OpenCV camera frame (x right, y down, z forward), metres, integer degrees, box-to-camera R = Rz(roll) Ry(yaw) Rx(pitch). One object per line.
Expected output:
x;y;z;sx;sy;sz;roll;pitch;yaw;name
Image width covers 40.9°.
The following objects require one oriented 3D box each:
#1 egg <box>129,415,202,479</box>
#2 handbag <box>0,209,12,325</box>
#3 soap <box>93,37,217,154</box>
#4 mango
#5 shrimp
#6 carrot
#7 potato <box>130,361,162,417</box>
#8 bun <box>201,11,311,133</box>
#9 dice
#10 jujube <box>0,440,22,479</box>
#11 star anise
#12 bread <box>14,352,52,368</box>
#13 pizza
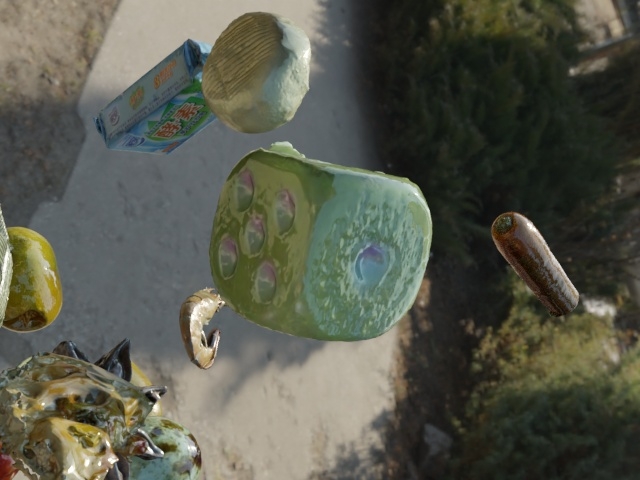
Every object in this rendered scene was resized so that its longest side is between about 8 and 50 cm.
-0.315;0.387;1.451;0.169;0.231;0.169;168;-90;-84;egg
-0.654;0.037;1.337;0.341;0.240;0.247;7;55;-23;handbag
-0.233;-0.228;1.398;0.156;0.293;0.077;-1;65;-55;soap
-0.711;0.093;2.073;0.365;0.182;0.253;164;-87;-83;mango
-0.205;0.154;1.557;0.236;0.053;0.133;-64;132;-75;shrimp
0.324;0.033;1.306;0.225;0.067;0.067;47;36;-36;carrot
-0.429;0.392;1.902;0.203;0.158;0.178;-44;153;-31;potato
-0.081;-0.227;1.175;0.111;0.164;0.188;34;23;-42;bun
0.000;0.000;1.299;0.252;0.250;0.254;5;104;-40;dice
-0.691;0.403;1.605;0.223;0.318;0.223;34;34;-27;jujube
-0.329;0.256;1.221;0.223;0.109;0.236;15;70;-49;star anise
-0.436;0.247;1.320;0.112;0.036;0.193;28;35;-30;bread
-0.281;0.198;0.955;0.189;0.071;0.297;29;8;-4;pizza
